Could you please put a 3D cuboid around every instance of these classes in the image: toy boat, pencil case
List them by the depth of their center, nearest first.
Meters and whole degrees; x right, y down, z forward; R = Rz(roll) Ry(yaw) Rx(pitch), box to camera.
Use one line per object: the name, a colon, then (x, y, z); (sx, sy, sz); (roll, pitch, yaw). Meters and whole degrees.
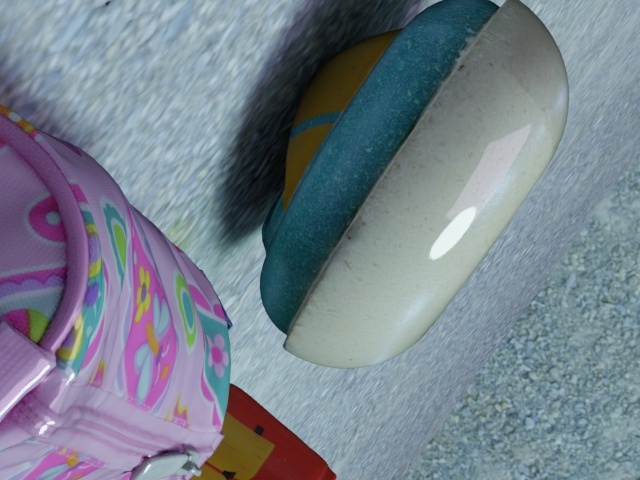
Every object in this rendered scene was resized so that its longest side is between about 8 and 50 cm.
pencil case: (-0.102, 0.033, 0.648); (0.124, 0.124, 0.284); (-51, 168, -4)
toy boat: (0.000, 0.000, 0.949); (0.318, 0.148, 0.267); (-53, 176, -33)
